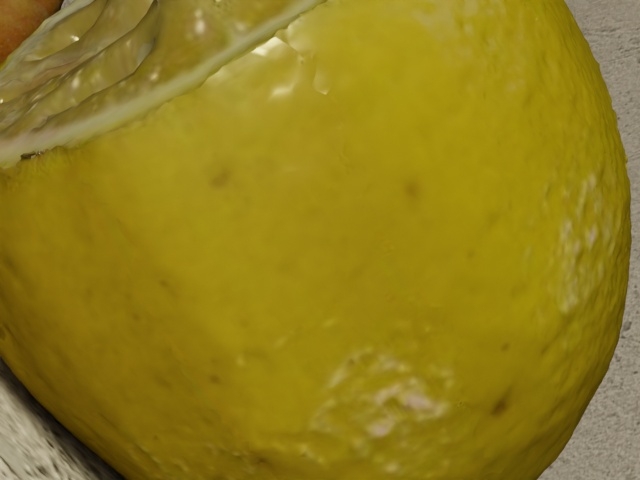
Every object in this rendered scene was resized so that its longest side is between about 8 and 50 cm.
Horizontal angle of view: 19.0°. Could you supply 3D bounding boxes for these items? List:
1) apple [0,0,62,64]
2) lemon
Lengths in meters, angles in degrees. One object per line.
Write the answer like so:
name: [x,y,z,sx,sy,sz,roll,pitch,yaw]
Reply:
apple: [-0.259,-0.177,1.338,0.155,0.182,0.182,25,7,-10]
lemon: [0.000,0.000,0.981,0.364,0.364,0.364,44,4,-4]
